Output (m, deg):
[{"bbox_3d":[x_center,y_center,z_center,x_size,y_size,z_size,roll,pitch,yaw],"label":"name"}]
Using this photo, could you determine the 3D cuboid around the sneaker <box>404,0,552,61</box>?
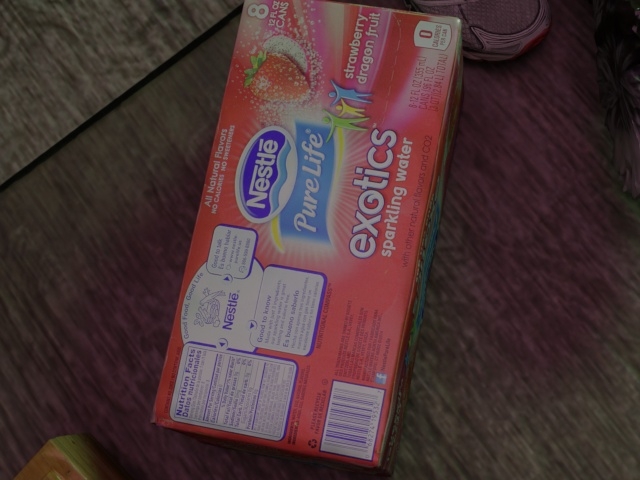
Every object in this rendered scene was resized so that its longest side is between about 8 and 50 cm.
[{"bbox_3d":[0.079,-0.219,0.972,0.088,0.093,0.225,-43,77,-4],"label":"sneaker"}]

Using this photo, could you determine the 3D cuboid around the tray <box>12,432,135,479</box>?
[{"bbox_3d":[-0.093,0.343,0.861,0.411,0.076,0.203,43,96,13],"label":"tray"}]

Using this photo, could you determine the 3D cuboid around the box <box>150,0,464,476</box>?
[{"bbox_3d":[0.000,0.000,0.907,0.154,0.142,0.299,9,79,9],"label":"box"}]

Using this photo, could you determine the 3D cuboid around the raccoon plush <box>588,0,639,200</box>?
[{"bbox_3d":[0.312,-0.264,0.937,0.299,0.216,0.446,-9,96,-6],"label":"raccoon plush"}]
